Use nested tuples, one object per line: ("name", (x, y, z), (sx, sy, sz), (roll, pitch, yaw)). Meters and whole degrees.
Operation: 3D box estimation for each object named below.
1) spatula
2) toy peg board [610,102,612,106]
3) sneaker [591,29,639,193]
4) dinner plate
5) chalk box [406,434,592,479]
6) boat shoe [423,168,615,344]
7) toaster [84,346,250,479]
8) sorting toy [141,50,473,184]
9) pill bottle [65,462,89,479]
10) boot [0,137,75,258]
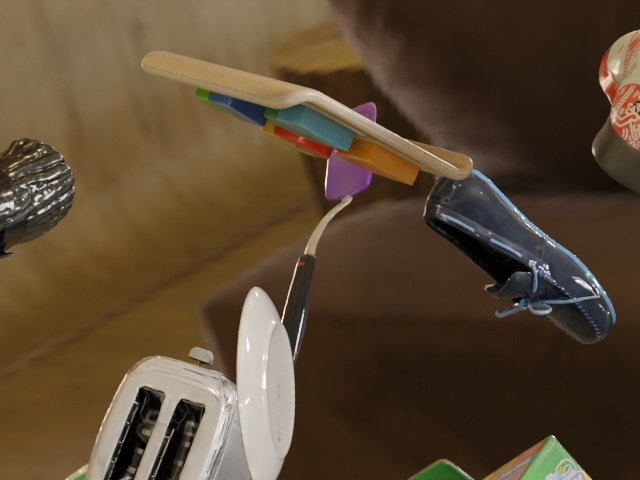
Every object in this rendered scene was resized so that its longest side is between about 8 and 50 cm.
("spatula", (0.000, 0.000, 1.887), (0.084, 0.030, 0.296), (-17, 49, 55))
("toy peg board", (0.358, -0.119, 1.724), (0.161, 0.161, 0.079), (19, 67, 30))
("sneaker", (0.281, -0.140, 1.430), (0.145, 0.090, 0.270), (-56, 2, 26))
("dinner plate", (-0.034, 0.102, 1.285), (0.017, 0.141, 0.141), (-2, 18, 12))
("chalk box", (0.199, 0.334, 1.906), (0.180, 0.289, 0.179), (-39, 3, 40))
("boat shoe", (0.208, 0.035, 2.076), (0.089, 0.258, 0.109), (-54, 6, -32))
("toaster", (-0.144, 0.215, 1.761), (0.129, 0.227, 0.146), (17, -17, 15))
("sorting toy", (-0.012, -0.091, 1.465), (0.208, 0.038, 0.193), (19, 0, -43))
("pill bottle", (-0.204, 0.437, 2.236), (0.204, 0.204, 0.361), (-17, 37, -5))
("boot", (-0.477, -0.003, 2.236), (0.348, 0.131, 0.260), (-7, 23, 36))
